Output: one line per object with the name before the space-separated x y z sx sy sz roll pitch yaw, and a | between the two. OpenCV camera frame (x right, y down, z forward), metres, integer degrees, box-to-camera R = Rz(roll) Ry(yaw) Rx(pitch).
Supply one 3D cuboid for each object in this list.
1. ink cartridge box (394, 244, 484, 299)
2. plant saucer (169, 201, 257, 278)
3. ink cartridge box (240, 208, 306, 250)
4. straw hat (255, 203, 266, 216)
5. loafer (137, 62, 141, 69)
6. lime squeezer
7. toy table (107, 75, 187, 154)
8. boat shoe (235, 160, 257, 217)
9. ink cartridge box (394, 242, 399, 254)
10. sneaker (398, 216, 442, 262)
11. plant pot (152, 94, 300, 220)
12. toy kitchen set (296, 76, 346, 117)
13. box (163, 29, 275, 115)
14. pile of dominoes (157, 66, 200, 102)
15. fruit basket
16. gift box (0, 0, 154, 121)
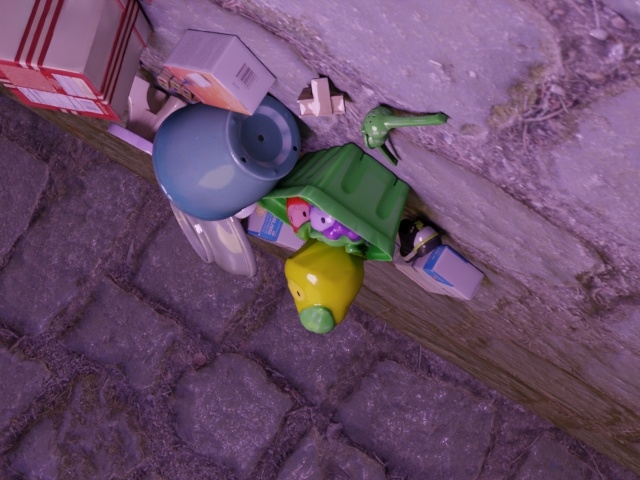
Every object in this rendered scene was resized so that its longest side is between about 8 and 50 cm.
ink cartridge box | 0.299 0.076 1.987 0.139 0.082 0.190 36 170 -21
plant saucer | -0.316 -0.051 2.123 0.400 0.100 0.400 51 162 23
ink cartridge box | -0.062 -0.059 2.039 0.232 0.168 0.171 21 176 -25
straw hat | -0.155 -0.138 1.938 0.061 0.145 0.144 20 175 -25
loafer | -0.513 -0.457 1.934 0.148 0.050 0.056 31 170 2
lime squeezer | 0.123 -0.192 1.369 0.109 0.059 0.310 3 171 -9
toy table | -0.430 -0.306 2.004 0.252 0.161 0.274 28 -179 -44
boat shoe | -0.238 -0.189 1.904 0.102 0.108 0.301 29 -144 -53
ink cartridge box | 0.068 -0.029 2.242 0.185 0.065 0.311 38 170 -29
sneaker | 0.228 -0.013 1.867 0.097 0.084 0.235 56 169 2
plant pot | -0.183 -0.195 1.681 0.271 0.272 0.255 37 152 -27
toy kitchen set | 0.003 -0.268 1.400 0.083 0.075 0.068 -3 118 11
box | -0.196 -0.326 1.512 0.170 0.091 0.130 21 165 45
pile of dominoes | -0.272 -0.328 1.871 0.251 0.040 0.196 33 170 -2
fruit basket | 0.000 0.000 1.721 0.283 0.392 0.392 35 169 -18
gift box | -0.469 -0.401 1.536 0.276 0.258 0.255 11 166 3
